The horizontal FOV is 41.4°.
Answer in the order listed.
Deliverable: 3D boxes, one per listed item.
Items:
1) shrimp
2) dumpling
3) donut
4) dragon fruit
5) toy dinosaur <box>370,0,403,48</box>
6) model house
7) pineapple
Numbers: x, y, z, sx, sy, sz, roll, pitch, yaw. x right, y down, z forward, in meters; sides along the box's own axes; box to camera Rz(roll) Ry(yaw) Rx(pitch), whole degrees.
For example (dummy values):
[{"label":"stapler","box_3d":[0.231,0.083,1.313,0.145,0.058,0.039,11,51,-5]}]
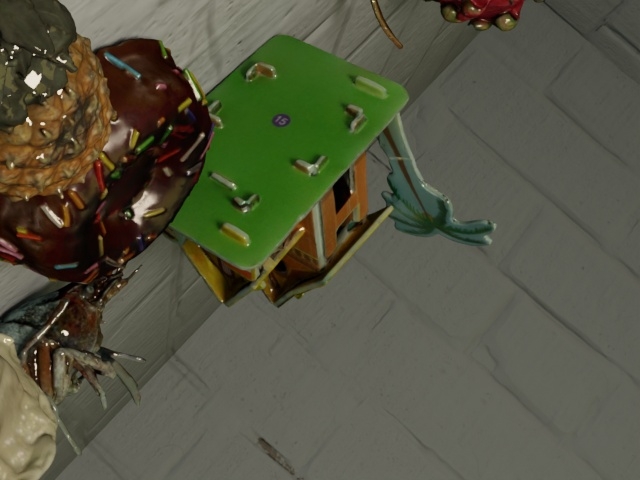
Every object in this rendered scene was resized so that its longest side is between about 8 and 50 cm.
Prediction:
[{"label":"shrimp","box_3d":[-0.350,0.176,0.946,0.410,0.166,0.221,-32,-157,-24]},{"label":"dumpling","box_3d":[-0.324,0.165,0.716,0.147,0.193,0.258,-55,171,27]},{"label":"donut","box_3d":[-0.181,-0.058,0.734,0.235,0.089,0.235,-51,168,-15]},{"label":"dragon fruit","box_3d":[0.239,-0.437,1.272,0.198,0.273,0.218,24,122,-39]},{"label":"toy dinosaur","box_3d":[0.169,-0.422,1.052,0.327,0.113,0.206,-50,177,-9]},{"label":"model house","box_3d":[0.000,0.000,1.028,0.300,0.340,0.324,-49,155,-26]},{"label":"pineapple","box_3d":[-0.168,-0.095,0.430,0.111,0.119,0.237,-61,178,-13]}]
